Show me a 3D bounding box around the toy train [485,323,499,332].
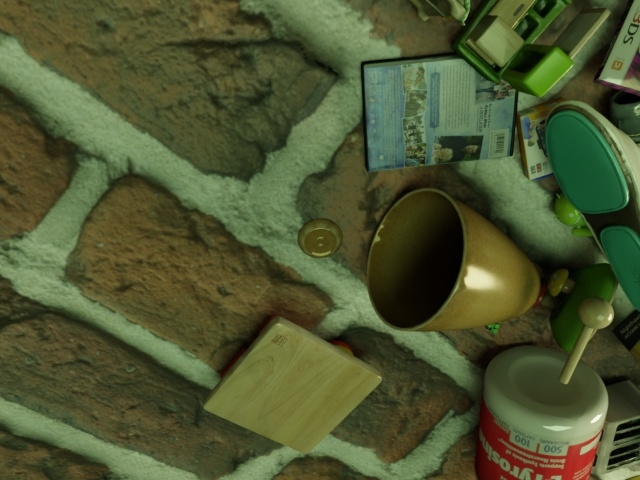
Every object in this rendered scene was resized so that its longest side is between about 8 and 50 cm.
[{"bbox_3d":[0.358,0.153,1.089,0.024,0.017,0.083,11,118,1],"label":"toy train"}]

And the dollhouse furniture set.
[{"bbox_3d":[0.200,-0.347,0.688,0.302,0.197,0.151,35,106,-16],"label":"dollhouse furniture set"}]

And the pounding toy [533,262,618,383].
[{"bbox_3d":[0.449,0.117,0.987,0.110,0.237,0.183,27,122,14],"label":"pounding toy"}]

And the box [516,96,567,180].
[{"bbox_3d":[0.383,-0.164,0.909,0.081,0.028,0.136,-19,117,6],"label":"box"}]

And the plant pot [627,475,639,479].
[{"bbox_3d":[0.827,0.661,1.377,0.083,0.081,0.081,-8,120,14],"label":"plant pot"}]

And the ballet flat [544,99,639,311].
[{"bbox_3d":[0.495,-0.064,0.867,0.139,0.139,0.400,-30,100,12],"label":"ballet flat"}]

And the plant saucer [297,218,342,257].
[{"bbox_3d":[0.000,0.000,0.976,0.083,0.015,0.083,-2,119,-4],"label":"plant saucer"}]

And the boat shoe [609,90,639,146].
[{"bbox_3d":[0.603,-0.263,0.822,0.319,0.116,0.099,-33,120,19],"label":"boat shoe"}]

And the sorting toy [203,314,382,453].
[{"bbox_3d":[-0.057,0.280,1.085,0.255,0.089,0.257,32,112,-20],"label":"sorting toy"}]

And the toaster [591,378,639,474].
[{"bbox_3d":[0.648,0.411,1.189,0.186,0.110,0.168,-10,119,-12],"label":"toaster"}]

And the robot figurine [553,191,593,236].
[{"bbox_3d":[0.471,-0.058,0.951,0.115,0.067,0.101,3,93,-4],"label":"robot figurine"}]

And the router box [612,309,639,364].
[{"bbox_3d":[0.742,0.154,0.992,0.081,0.243,0.308,27,113,-18],"label":"router box"}]

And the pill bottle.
[{"bbox_3d":[0.451,0.446,1.138,0.229,0.229,0.407,-6,119,-2],"label":"pill bottle"}]

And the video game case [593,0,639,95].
[{"bbox_3d":[0.555,-0.297,0.769,0.232,0.042,0.210,22,104,10],"label":"video game case"}]

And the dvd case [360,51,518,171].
[{"bbox_3d":[0.195,-0.211,0.871,0.253,0.022,0.180,-6,118,-1],"label":"dvd case"}]

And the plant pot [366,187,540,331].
[{"bbox_3d":[0.251,0.055,0.929,0.254,0.237,0.237,14,118,-30],"label":"plant pot"}]
